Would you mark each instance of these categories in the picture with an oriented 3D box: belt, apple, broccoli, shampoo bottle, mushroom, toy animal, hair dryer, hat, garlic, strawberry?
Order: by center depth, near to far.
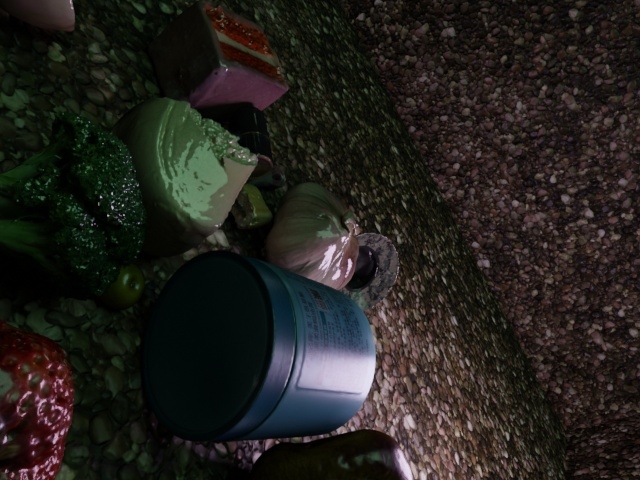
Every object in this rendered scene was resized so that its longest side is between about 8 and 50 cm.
[{"bbox_3d":[-0.430,0.209,0.689,0.238,0.250,0.288,24,11,-2],"label":"strawberry"},{"bbox_3d":[-0.409,-0.053,0.866,0.274,0.308,0.308,12,54,-30],"label":"broccoli"},{"bbox_3d":[-0.370,0.085,1.022,0.089,0.074,0.090,9,80,-61],"label":"apple"},{"bbox_3d":[-0.107,0.216,1.078,0.342,0.331,0.332,23,48,-51],"label":"shampoo bottle"},{"bbox_3d":[0.022,0.536,1.078,0.345,0.345,0.260,51,8,-21],"label":"mushroom"},{"bbox_3d":[-0.345,0.103,1.092,0.084,0.050,0.028,-140,-132,-71],"label":"toy animal"},{"bbox_3d":[-0.600,-0.500,1.093,0.162,0.174,0.236,-20,38,-26],"label":"mushroom"},{"bbox_3d":[-0.288,-0.289,1.404,0.351,0.107,0.189,13,52,-35],"label":"hair dryer"},{"bbox_3d":[-0.013,0.002,1.508,0.322,0.240,0.322,-48,147,-48],"label":"garlic"},{"bbox_3d":[-0.183,-0.178,1.563,0.232,0.053,0.072,-12,88,-59],"label":"belt"},{"bbox_3d":[0.113,0.081,1.745,0.265,0.266,0.128,41,-1,-35],"label":"hat"}]

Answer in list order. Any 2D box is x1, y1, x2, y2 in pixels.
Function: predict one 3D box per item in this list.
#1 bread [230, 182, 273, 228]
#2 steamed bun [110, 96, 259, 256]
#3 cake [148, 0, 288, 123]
[{"bbox_3d":[-0.192,-0.087,1.450,0.125,0.082,0.106,61,17,17],"label":"bread"},{"bbox_3d":[-0.312,-0.128,1.104,0.272,0.290,0.274,35,46,-19],"label":"steamed bun"},{"bbox_3d":[-0.271,-0.464,1.481,0.308,0.229,0.237,-2,71,-60],"label":"cake"}]
